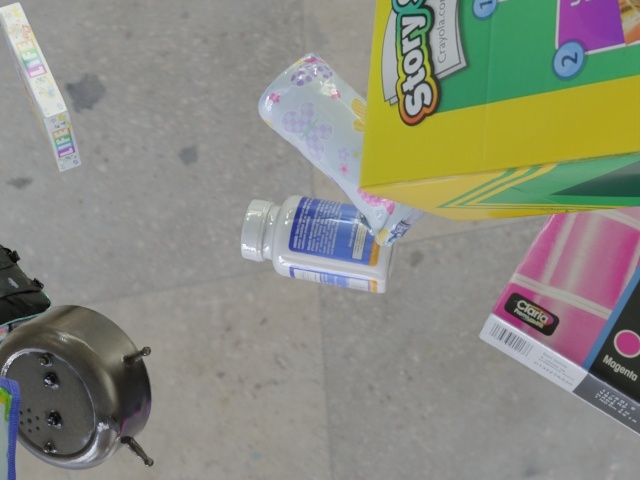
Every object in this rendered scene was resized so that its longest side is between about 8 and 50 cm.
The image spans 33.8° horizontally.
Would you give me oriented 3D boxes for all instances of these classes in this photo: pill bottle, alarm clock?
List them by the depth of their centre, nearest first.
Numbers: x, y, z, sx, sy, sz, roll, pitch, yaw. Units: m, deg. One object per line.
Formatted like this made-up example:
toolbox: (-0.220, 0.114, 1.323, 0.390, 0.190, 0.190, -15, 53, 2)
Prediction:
alarm clock: (-0.223, 0.118, 0.863, 0.064, 0.192, 0.129, -32, 128, -56)
pill bottle: (0.000, 0.000, 1.916, 0.271, 0.152, 0.152, 11, 99, 9)

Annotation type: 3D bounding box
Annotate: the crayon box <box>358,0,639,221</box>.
crayon box: (0.176, -0.204, 0.573, 0.106, 0.313, 0.363, 14, 78, -40)

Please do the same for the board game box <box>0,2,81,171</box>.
board game box: (-0.302, -0.164, 1.132, 0.026, 0.103, 0.154, -22, 65, -15)

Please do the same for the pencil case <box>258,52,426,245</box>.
pencil case: (0.040, -0.122, 1.406, 0.273, 0.124, 0.113, 48, 44, 9)

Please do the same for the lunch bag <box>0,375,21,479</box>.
lunch bag: (-0.212, 0.120, 0.471, 0.128, 0.096, 0.151, 29, 77, -49)

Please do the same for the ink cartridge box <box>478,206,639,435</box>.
ink cartridge box: (0.306, -0.021, 0.932, 0.175, 0.069, 0.371, 31, 65, 11)

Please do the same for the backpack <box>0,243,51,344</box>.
backpack: (-0.547, 0.105, 1.646, 0.144, 0.166, 0.188, -47, 166, 27)
